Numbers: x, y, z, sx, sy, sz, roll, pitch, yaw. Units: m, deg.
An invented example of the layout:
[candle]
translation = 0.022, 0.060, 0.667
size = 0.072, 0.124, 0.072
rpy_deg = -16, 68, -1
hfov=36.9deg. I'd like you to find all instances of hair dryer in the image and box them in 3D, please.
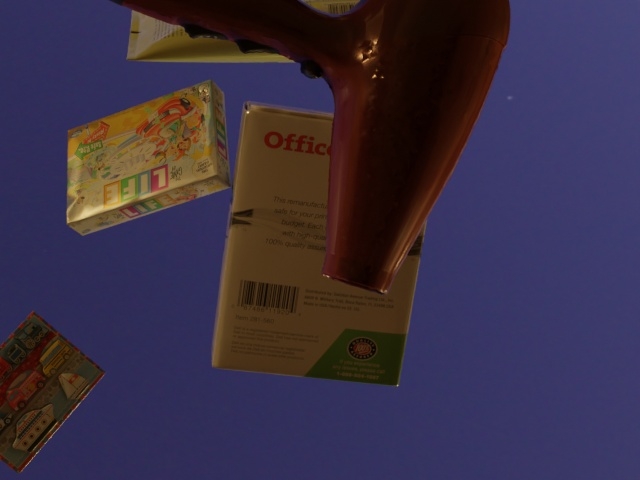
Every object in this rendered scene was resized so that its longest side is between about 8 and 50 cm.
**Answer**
[hair dryer]
translation = -0.011, -0.111, 0.513
size = 0.223, 0.080, 0.293
rpy_deg = -22, -94, 0

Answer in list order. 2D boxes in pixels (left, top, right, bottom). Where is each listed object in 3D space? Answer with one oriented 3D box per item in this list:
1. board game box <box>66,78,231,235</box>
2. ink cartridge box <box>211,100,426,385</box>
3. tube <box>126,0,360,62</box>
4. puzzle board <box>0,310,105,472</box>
[board game box]
translation = -0.157, -0.075, 0.867
size = 0.026, 0.154, 0.103
rpy_deg = 46, -148, -57
[ink cartridge box]
translation = 0.000, 0.000, 0.810
size = 0.160, 0.092, 0.219
rpy_deg = 8, -78, -8
[tube]
translation = -0.060, -0.197, 0.906
size = 0.240, 0.070, 0.062
rpy_deg = -2, -89, -6
[puzzle board]
translation = -0.290, 0.148, 0.944
size = 0.096, 0.011, 0.128
rpy_deg = 42, -111, -7
